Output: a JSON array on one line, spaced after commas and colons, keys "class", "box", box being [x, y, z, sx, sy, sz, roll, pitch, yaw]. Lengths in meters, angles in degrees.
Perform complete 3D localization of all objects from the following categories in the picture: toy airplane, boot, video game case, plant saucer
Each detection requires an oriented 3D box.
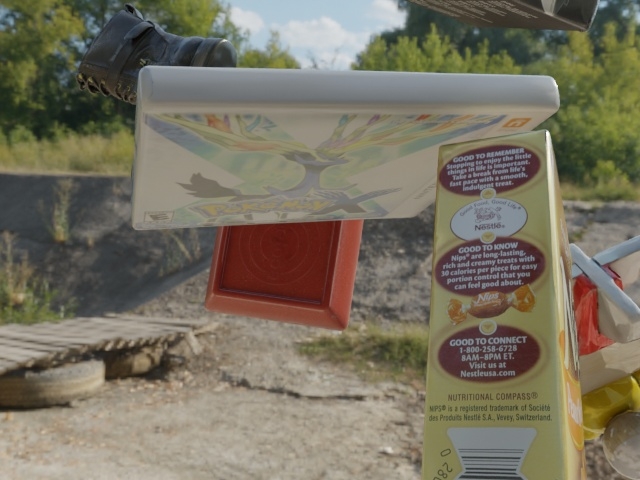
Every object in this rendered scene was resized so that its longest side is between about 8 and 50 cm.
[{"class": "toy airplane", "box": [0.379, 0.177, 0.919, 0.384, 0.273, 0.386, 6, -41, -40]}, {"class": "boot", "box": [-0.255, -0.202, 0.973, 0.228, 0.263, 0.091, 19, -15, 25]}, {"class": "video game case", "box": [-0.004, -0.071, 0.642, 0.328, 0.036, 0.300, -3, -15, -17]}, {"class": "plant saucer", "box": [-0.066, 0.006, 1.164, 0.258, 0.259, 0.047, 7, -8, 15]}]

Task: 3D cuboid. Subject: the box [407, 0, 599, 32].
[{"class": "box", "box": [0.013, -0.226, 0.236, 0.307, 0.243, 0.076, 3, 14, -40]}]

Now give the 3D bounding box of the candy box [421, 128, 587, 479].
[{"class": "candy box", "box": [0.137, 0.102, 0.489, 0.087, 0.317, 0.183, -5, -35, 22]}]
